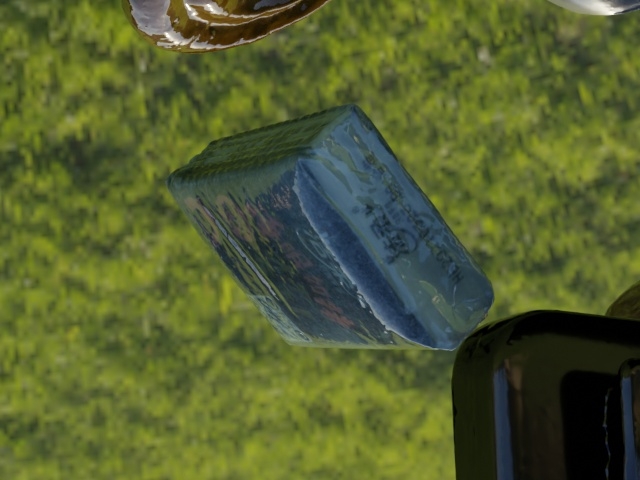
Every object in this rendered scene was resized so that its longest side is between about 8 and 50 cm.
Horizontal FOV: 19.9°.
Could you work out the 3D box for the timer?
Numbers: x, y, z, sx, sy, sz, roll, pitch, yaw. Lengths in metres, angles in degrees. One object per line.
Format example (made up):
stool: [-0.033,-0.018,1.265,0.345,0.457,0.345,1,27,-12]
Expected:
timer: [0.119,0.121,0.696,0.144,0.187,0.055,7,164,-35]

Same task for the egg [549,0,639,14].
egg: [0.191,-0.277,1.276,0.176,0.176,0.232,-8,117,-2]

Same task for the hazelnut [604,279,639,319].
hazelnut: [0.388,0.154,1.412,0.359,0.359,0.409,6,164,-24]

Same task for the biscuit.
biscuit: [-0.014,-0.207,1.149,0.262,0.037,0.262,-35,162,-13]

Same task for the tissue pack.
tissue pack: [0.000,0.000,1.709,0.228,0.103,0.316,52,158,-15]
